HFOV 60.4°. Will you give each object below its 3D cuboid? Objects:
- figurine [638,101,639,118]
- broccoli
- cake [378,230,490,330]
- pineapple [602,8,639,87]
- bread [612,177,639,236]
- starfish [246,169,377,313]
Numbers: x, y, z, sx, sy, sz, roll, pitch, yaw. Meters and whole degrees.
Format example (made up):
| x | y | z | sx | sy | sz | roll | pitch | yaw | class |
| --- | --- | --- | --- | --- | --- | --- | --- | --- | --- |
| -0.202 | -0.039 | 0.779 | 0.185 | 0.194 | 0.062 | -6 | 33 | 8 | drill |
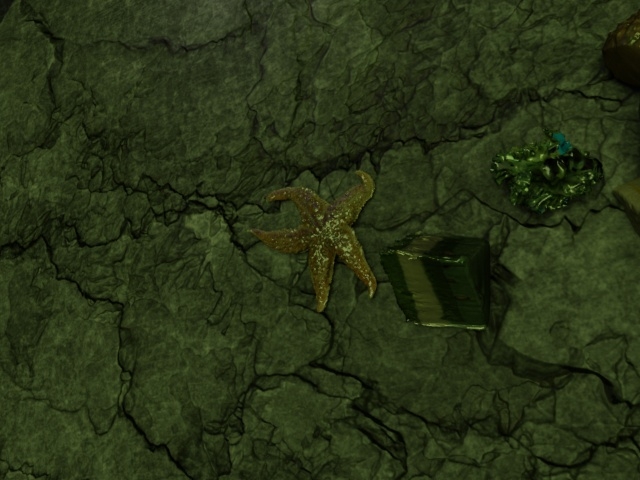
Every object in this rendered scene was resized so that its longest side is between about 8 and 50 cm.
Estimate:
| x | y | z | sx | sy | sz | roll | pitch | yaw | class |
| --- | --- | --- | --- | --- | --- | --- | --- | --- | --- |
| 0.569 | -0.150 | 0.756 | 0.203 | 0.248 | 0.381 | 11 | 48 | 9 | figurine |
| 0.384 | -0.118 | 0.937 | 0.167 | 0.160 | 0.154 | 41 | 96 | 6 | broccoli |
| 0.198 | 0.022 | 0.930 | 0.158 | 0.283 | 0.172 | 0 | 63 | 22 | cake |
| 0.605 | -0.374 | 0.925 | 0.248 | 0.128 | 0.128 | -40 | 67 | 2 | pineapple |
| 0.533 | -0.065 | 0.872 | 0.077 | 0.152 | 0.105 | -24 | 76 | 15 | bread |
| -0.001 | 0.000 | 1.126 | 0.299 | 0.060 | 0.302 | -26 | 71 | 13 | starfish |
